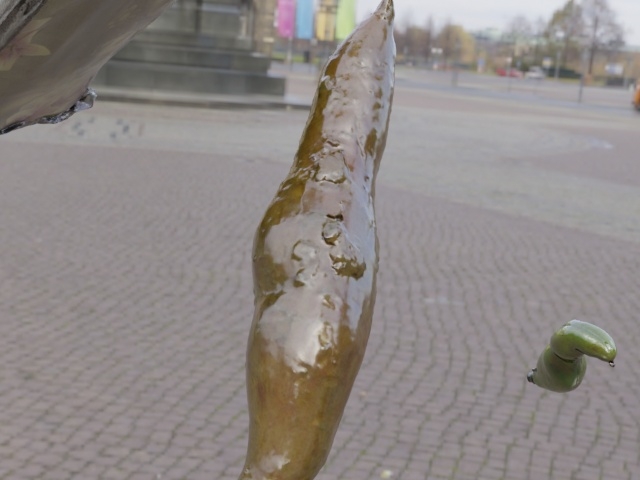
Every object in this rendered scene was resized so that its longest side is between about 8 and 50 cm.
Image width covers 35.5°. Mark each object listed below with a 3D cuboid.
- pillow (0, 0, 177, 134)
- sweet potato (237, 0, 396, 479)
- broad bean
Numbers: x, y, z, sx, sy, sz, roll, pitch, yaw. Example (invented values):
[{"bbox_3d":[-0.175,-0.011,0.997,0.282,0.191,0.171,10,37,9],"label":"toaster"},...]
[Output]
[{"bbox_3d":[-0.142,-0.132,0.570,0.255,0.059,0.169,-33,-4,38],"label":"pillow"},{"bbox_3d":[0.000,0.000,0.476,0.067,0.274,0.067,10,-21,4],"label":"sweet potato"},{"bbox_3d":[0.289,0.139,1.172,0.048,0.070,0.213,-32,-12,-15],"label":"broad bean"}]
